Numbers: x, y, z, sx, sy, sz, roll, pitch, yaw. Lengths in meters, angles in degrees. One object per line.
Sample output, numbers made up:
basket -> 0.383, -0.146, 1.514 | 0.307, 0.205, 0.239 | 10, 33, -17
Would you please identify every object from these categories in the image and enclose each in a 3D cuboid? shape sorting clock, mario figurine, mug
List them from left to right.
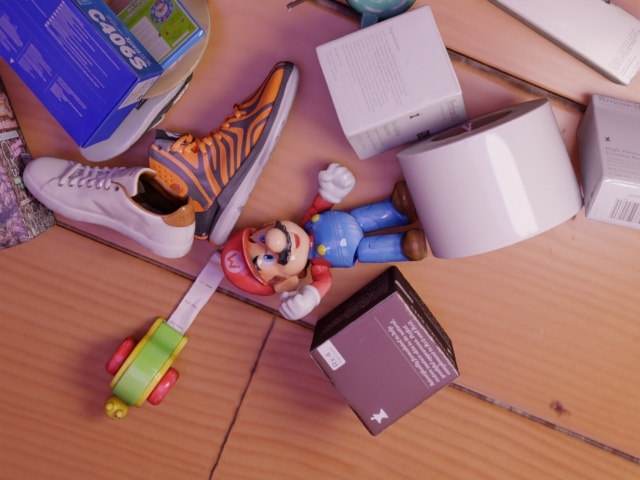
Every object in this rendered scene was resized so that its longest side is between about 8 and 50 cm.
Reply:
shape sorting clock -> -0.261, -0.314, 1.823 | 0.206, 0.040, 0.206 | -5, 75, 19
mario figurine -> 0.000, 0.000, 1.830 | 0.320, 0.198, 0.170 | -14, 121, 0
mug -> 0.096, -0.390, 1.801 | 0.129, 0.097, 0.158 | -18, 98, 6

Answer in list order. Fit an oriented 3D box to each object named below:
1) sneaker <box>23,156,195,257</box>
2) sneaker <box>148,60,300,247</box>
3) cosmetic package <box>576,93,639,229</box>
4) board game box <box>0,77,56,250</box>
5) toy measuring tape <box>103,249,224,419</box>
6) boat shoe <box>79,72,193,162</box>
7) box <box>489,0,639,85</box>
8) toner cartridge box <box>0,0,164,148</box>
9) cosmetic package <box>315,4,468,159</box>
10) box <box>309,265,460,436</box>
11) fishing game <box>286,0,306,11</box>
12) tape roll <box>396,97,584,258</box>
sneaker -> -0.320, -0.086, 1.816 | 0.290, 0.106, 0.123 | 22, 132, 6
sneaker -> -0.165, -0.159, 1.842 | 0.180, 0.124, 0.321 | 28, 100, -3
cosmetic package -> 0.454, -0.118, 1.759 | 0.117, 0.231, 0.085 | 11, 131, -3
board game box -> -0.591, -0.112, 1.863 | 0.232, 0.141, 0.291 | -19, 99, 6
toy measuring tape -> -0.253, 0.164, 1.909 | 0.121, 0.121, 0.330 | 36, 100, -4
boat shoe -> -0.286, -0.202, 1.863 | 0.219, 0.070, 0.078 | -42, 79, 4
box -> 0.371, -0.347, 1.789 | 0.275, 0.113, 0.094 | 33, 99, -4
toner cartridge box -> -0.407, -0.323, 1.772 | 0.348, 0.075, 0.165 | 49, 120, 4
cosmetic package -> 0.111, -0.236, 1.781 | 0.183, 0.151, 0.151 | -20, 77, 7
box -> 0.100, 0.168, 1.846 | 0.167, 0.203, 0.168 | -36, 97, 8
fishing game -> 0.041, -0.455, 1.755 | 0.041, 0.189, 0.264 | 32, 81, -19
tape roll -> 0.254, -0.095, 1.772 | 0.246, 0.246, 0.169 | -21, 99, 6
